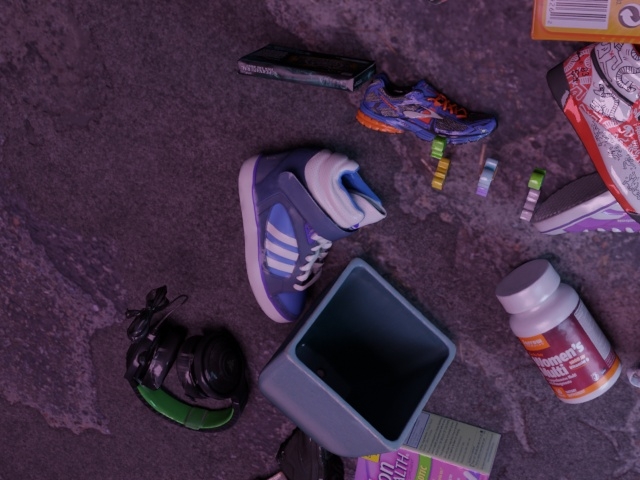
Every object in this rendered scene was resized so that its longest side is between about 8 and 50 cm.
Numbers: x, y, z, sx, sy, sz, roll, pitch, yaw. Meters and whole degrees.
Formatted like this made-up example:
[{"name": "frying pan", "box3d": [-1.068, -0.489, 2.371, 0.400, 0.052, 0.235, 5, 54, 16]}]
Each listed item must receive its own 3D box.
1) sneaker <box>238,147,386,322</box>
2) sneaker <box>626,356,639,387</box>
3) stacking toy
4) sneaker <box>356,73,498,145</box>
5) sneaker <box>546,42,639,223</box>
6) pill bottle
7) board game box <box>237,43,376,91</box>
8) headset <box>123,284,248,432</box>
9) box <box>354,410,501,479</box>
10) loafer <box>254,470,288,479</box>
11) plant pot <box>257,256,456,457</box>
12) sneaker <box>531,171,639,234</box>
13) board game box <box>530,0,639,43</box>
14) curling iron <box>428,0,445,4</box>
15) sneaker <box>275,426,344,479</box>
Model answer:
[{"name": "sneaker", "box3d": [0.000, -0.001, 1.679, 0.236, 0.130, 0.322, 1, 113, 26]}, {"name": "sneaker", "box3d": [0.612, 0.129, 1.500, 0.210, 0.137, 0.365, 19, 127, 8]}, {"name": "stacking toy", "box3d": [0.248, -0.092, 1.494, 0.167, 0.221, 0.052, 19, 86, 11]}, {"name": "sneaker", "box3d": [0.165, -0.201, 1.530, 0.221, 0.083, 0.087, 11, 113, 11]}, {"name": "sneaker", "box3d": [0.436, -0.154, 1.347, 0.145, 0.090, 0.270, -32, 90, 34]}, {"name": "pill bottle", "box3d": [0.384, 0.147, 1.615, 0.121, 0.121, 0.221, -28, 106, 32]}, {"name": "board game box", "box3d": [-0.019, -0.267, 1.535, 0.186, 0.126, 0.026, 12, 114, 16]}, {"name": "headset", "box3d": [-0.279, 0.248, 1.906, 0.243, 0.185, 0.394, 8, 133, 17]}, {"name": "box", "box3d": [0.193, 0.442, 1.868, 0.243, 0.117, 0.213, 16, 123, 14]}, {"name": "loafer", "box3d": [-0.121, 0.515, 2.089, 0.125, 0.045, 0.039, -21, 92, 24]}, {"name": "plant pot", "box3d": [0.035, 0.231, 1.744, 0.247, 0.248, 0.252, 42, 143, -5]}, {"name": "sneaker", "box3d": [0.470, -0.032, 1.491, 0.282, 0.102, 0.161, -22, 112, 31]}, {"name": "board game box", "box3d": [0.435, -0.436, 1.094, 0.356, 0.356, 0.356, 6, 120, 14]}, {"name": "curling iron", "box3d": [0.257, -0.403, 1.398, 0.274, 0.035, 0.068, -14, 112, 29]}, {"name": "sneaker", "box3d": [-0.028, 0.411, 1.953, 0.130, 0.109, 0.286, 13, 121, 22]}]
